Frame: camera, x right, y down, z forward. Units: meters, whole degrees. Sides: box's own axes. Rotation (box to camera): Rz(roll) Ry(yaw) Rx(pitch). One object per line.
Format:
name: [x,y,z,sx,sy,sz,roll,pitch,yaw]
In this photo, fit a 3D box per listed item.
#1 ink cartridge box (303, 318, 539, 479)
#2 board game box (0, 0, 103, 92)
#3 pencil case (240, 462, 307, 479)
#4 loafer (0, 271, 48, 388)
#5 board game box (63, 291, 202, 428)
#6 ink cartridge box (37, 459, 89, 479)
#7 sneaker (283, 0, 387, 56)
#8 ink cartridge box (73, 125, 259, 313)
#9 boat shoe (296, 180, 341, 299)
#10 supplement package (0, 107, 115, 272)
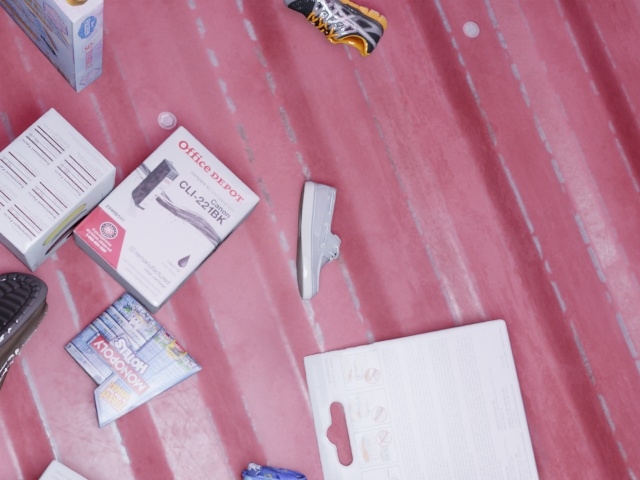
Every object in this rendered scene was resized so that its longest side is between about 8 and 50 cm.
ink cartridge box: [0.184,0.331,1.697,0.385,0.091,0.308,-11,82,2]
board game box: [-0.494,-0.438,1.539,0.066,0.318,0.318,-42,92,-18]
pencil case: [-0.087,0.535,1.547,0.119,0.133,0.306,9,78,-25]
loafer: [-0.585,0.209,1.508,0.134,0.130,0.366,27,65,26]
board game box: [-0.344,0.221,1.582,0.194,0.060,0.194,46,72,-2]
ink cartridge box: [-0.408,0.528,1.380,0.226,0.131,0.306,33,49,-5]
sneaker: [0.026,-0.433,1.788,0.215,0.084,0.083,19,80,-10]
ink cartridge box: [-0.271,-0.037,1.621,0.197,0.114,0.273,43,72,-2]
boat shoe: [0.000,0.000,1.698,0.081,0.079,0.227,5,75,-8]
supplement package: [-0.470,-0.079,1.539,0.149,0.194,0.203,44,74,-2]
